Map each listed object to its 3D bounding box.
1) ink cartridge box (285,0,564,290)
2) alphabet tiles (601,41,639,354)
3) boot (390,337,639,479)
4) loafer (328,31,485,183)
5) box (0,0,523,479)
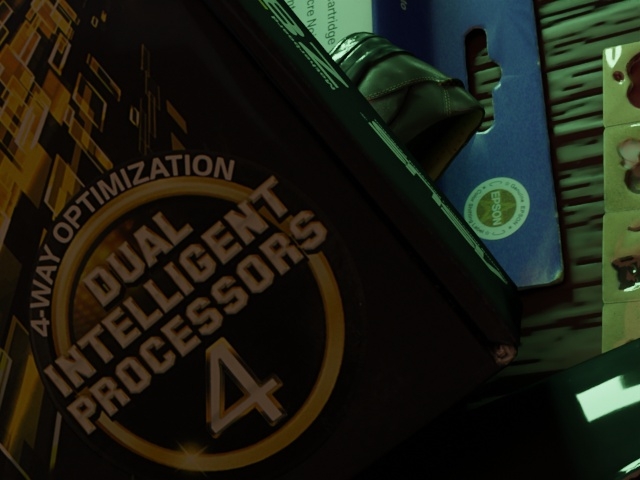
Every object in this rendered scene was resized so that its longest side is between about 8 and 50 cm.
[{"bbox_3d":[-0.008,-0.063,0.539,0.224,0.045,0.223,-15,61,25],"label":"ink cartridge box"},{"bbox_3d":[0.198,0.016,0.400,0.198,0.009,0.237,-6,65,29],"label":"alphabet tiles"},{"bbox_3d":[0.143,0.114,0.319,0.207,0.094,0.246,-34,48,9],"label":"boot"},{"bbox_3d":[0.000,0.000,0.440,0.061,0.062,0.170,28,87,32],"label":"loafer"},{"bbox_3d":[-0.179,0.024,0.397,0.395,0.097,0.318,-38,89,14],"label":"box"}]
